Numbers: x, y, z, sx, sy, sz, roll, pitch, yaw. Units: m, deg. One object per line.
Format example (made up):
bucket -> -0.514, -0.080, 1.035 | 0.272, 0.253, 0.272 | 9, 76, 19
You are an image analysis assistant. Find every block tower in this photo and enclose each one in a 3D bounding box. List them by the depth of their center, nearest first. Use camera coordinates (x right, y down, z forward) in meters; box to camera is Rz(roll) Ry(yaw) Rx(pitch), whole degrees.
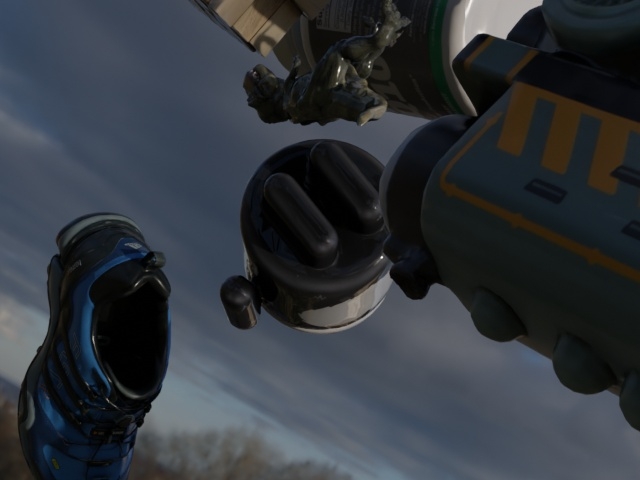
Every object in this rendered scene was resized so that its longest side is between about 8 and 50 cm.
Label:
block tower -> -0.135, -0.305, 1.458 | 0.335, 0.097, 0.091 | 39, -2, 41

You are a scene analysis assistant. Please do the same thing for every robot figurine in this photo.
robot figurine -> 0.003, 0.001, 1.479 | 0.209, 0.173, 0.278 | 2, -19, -1

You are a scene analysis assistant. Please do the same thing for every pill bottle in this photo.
pill bottle -> 0.107, -0.237, 1.532 | 0.204, 0.204, 0.361 | 38, -11, -35

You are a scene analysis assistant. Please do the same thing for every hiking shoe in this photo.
hiking shoe -> -0.200, 0.132, 1.260 | 0.113, 0.304, 0.132 | -6, 24, -28

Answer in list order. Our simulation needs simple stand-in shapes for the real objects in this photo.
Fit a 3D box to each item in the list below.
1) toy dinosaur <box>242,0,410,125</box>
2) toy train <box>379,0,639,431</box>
toy dinosaur -> 0.021, -0.137, 1.139 | 0.064, 0.118, 0.268 | 41, -9, -21
toy train -> 0.160, -0.009, 0.538 | 0.334, 0.190, 0.142 | 31, -20, 50
